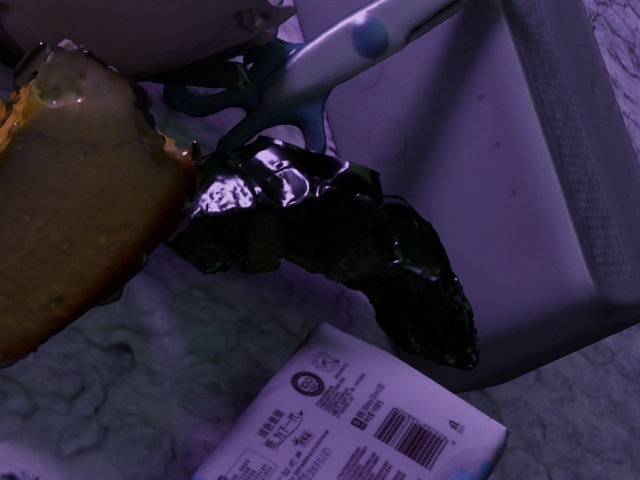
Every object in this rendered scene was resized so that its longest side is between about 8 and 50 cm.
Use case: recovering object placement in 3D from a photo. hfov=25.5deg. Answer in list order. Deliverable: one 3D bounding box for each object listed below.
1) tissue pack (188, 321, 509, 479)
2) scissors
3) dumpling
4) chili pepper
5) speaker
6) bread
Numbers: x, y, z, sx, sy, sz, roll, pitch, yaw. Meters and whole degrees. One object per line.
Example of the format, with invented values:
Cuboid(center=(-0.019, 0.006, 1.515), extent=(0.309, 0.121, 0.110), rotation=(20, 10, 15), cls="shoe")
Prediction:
Cuboid(center=(-0.002, 0.193, 0.925), extent=(0.159, 0.145, 0.229), rotation=(30, 39, 9), cls="tissue pack")
Cuboid(center=(0.026, -0.146, 1.061), extent=(0.138, 0.289, 0.041), rotation=(58, -4, -4), cls="scissors")
Cuboid(center=(-0.153, -0.199, 0.958), extent=(0.293, 0.163, 0.204), rotation=(4, 36, -46), cls="dumpling")
Cuboid(center=(0.001, -0.008, 1.000), extent=(0.264, 0.148, 0.116), rotation=(21, 98, -35), cls="chili pepper")
Cuboid(center=(0.136, -0.093, 1.180), extent=(0.183, 0.184, 0.406), rotation=(-3, 73, -49), cls="speaker")
Cuboid(center=(-0.160, -0.025, 0.824), extent=(0.140, 0.160, 0.169), rotation=(44, 43, -23), cls="bread")
